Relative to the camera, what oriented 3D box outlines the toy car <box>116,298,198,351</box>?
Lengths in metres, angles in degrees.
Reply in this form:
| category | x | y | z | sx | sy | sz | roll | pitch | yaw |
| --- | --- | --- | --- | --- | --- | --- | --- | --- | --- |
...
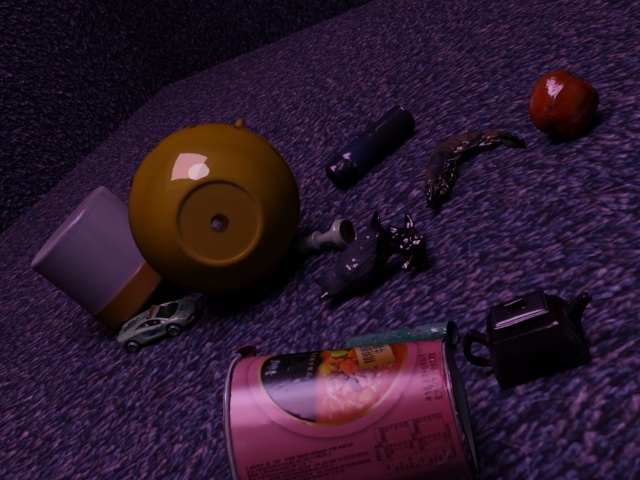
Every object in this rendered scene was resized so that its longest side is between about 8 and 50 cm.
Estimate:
| category | x | y | z | sx | sy | sz | roll | pitch | yaw |
| --- | --- | --- | --- | --- | --- | --- | --- | --- | --- |
| toy car | -0.337 | 0.164 | 1.575 | 0.186 | 0.058 | 0.093 | -22 | 25 | 19 |

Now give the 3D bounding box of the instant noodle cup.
| category | x | y | z | sx | sy | sz | roll | pitch | yaw |
| --- | --- | --- | --- | --- | --- | --- | --- | --- | --- |
| instant noodle cup | 0.044 | 0.220 | 0.893 | 0.254 | 0.244 | 0.244 | -15 | 28 | 12 |

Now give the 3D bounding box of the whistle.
| category | x | y | z | sx | sy | sz | roll | pitch | yaw |
| --- | --- | --- | --- | --- | --- | --- | --- | --- | --- |
| whistle | 0.112 | 0.150 | 1.134 | 0.186 | 0.039 | 0.039 | -15 | 30 | 32 |

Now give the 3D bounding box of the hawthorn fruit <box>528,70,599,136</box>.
| category | x | y | z | sx | sy | sz | roll | pitch | yaw |
| --- | --- | --- | --- | --- | --- | --- | --- | --- | --- |
| hawthorn fruit | 0.445 | -0.249 | 1.406 | 0.128 | 0.128 | 0.128 | -25 | 26 | 13 |

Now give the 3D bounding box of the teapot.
| category | x | y | z | sx | sy | sz | roll | pitch | yaw |
| --- | --- | --- | --- | --- | --- | --- | --- | --- | --- |
| teapot | 0.262 | 0.111 | 0.970 | 0.177 | 0.096 | 0.087 | -22 | 27 | 19 |

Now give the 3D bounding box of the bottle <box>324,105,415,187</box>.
| category | x | y | z | sx | sy | sz | roll | pitch | yaw |
| --- | --- | --- | --- | --- | --- | --- | --- | --- | --- |
| bottle | 0.113 | -0.213 | 1.747 | 0.244 | 0.072 | 0.082 | -41 | 9 | -19 |

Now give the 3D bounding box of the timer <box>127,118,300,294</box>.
| category | x | y | z | sx | sy | sz | roll | pitch | yaw |
| --- | --- | --- | --- | --- | --- | --- | --- | --- | --- |
| timer | -0.218 | -0.067 | 1.554 | 0.376 | 0.376 | 0.387 | -32 | 13 | -2 |

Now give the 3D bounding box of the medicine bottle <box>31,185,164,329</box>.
| category | x | y | z | sx | sy | sz | roll | pitch | yaw |
| --- | --- | --- | --- | --- | --- | --- | --- | --- | --- |
| medicine bottle | -0.471 | 0.036 | 1.688 | 0.238 | 0.232 | 0.238 | -42 | 17 | 17 |

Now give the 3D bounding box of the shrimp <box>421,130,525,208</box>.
| category | x | y | z | sx | sy | sz | roll | pitch | yaw |
| --- | --- | --- | --- | --- | --- | --- | --- | --- | --- |
| shrimp | 0.289 | -0.150 | 1.469 | 0.198 | 0.051 | 0.262 | -14 | 27 | 31 |

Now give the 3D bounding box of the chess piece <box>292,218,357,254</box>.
| category | x | y | z | sx | sy | sz | roll | pitch | yaw |
| --- | --- | --- | --- | --- | --- | --- | --- | --- | --- |
| chess piece | 0.000 | 0.000 | 1.515 | 0.149 | 0.059 | 0.059 | -17 | 28 | 41 |

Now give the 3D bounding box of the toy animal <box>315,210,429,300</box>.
| category | x | y | z | sx | sy | sz | roll | pitch | yaw |
| --- | --- | --- | --- | --- | --- | --- | --- | --- | --- |
| toy animal | 0.074 | 0.027 | 1.309 | 0.210 | 0.117 | 0.121 | -27 | 32 | 3 |
